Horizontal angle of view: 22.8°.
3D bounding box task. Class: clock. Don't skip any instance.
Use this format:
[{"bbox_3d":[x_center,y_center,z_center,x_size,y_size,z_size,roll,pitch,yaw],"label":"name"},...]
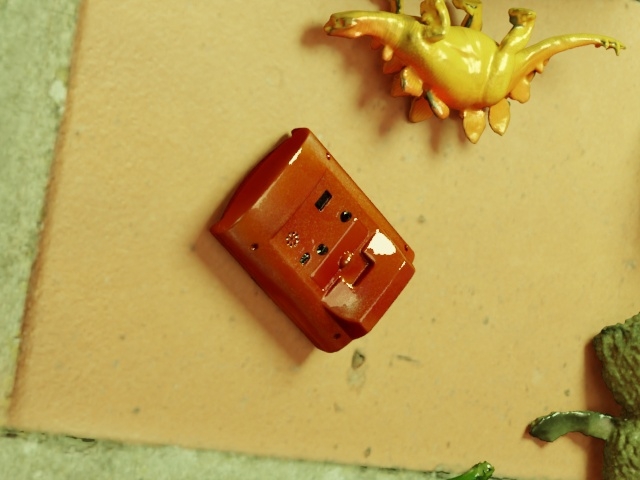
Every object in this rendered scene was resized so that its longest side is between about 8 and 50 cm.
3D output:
[{"bbox_3d":[0.000,0.000,1.245,0.155,0.061,0.113,47,71,-27],"label":"clock"}]

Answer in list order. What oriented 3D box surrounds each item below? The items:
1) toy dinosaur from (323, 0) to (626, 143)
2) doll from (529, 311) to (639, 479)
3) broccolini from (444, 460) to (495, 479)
[{"bbox_3d":[0.125,-0.140,1.308,0.288,0.070,0.117,6,104,-31],"label":"toy dinosaur"},{"bbox_3d":[0.308,0.209,1.468,0.203,0.091,0.286,-18,97,3],"label":"doll"},{"bbox_3d":[0.071,0.230,1.344,0.201,0.058,0.074,-22,123,-46],"label":"broccolini"}]
